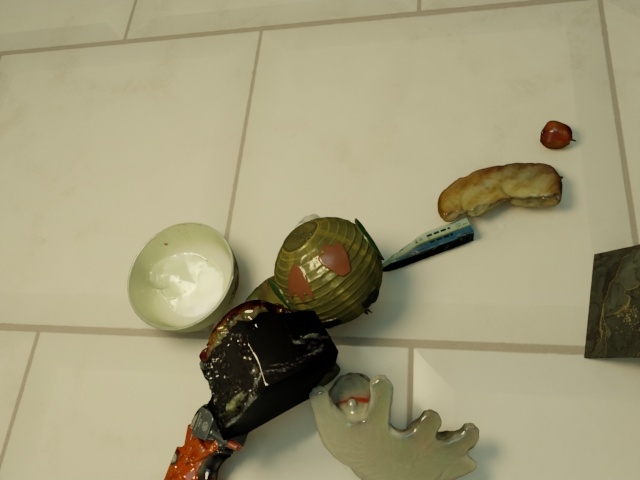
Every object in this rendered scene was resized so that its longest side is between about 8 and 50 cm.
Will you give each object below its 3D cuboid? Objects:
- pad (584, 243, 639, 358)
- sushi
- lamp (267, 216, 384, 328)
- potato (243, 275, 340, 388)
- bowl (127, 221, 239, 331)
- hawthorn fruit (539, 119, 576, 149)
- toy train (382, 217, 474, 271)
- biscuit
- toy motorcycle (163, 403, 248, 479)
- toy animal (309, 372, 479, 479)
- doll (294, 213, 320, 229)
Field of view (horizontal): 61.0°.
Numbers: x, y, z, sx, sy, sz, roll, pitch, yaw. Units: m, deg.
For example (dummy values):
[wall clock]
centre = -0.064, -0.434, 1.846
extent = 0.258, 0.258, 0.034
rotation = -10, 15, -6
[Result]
[pad]
centre = 0.670, 0.102, 1.037
extent = 0.007, 0.367, 0.248
rotation = 23, 69, -20
[sushi]
centre = -0.125, 0.235, 1.084
extent = 0.215, 0.227, 0.213
rotation = -20, 61, -28
[lamp]
centre = 0.028, 0.087, 1.211
extent = 0.250, 0.284, 0.250
rotation = -27, 32, 18
[potato]
centre = -0.072, 0.234, 1.255
extent = 0.255, 0.112, 0.270
rotation = 26, 76, 21
[bowl]
centre = -0.322, 0.107, 1.349
extent = 0.276, 0.145, 0.277
rotation = -4, 65, 9
[hawthorn fruit]
centre = 0.583, -0.261, 1.342
extent = 0.077, 0.077, 0.077
rotation = -5, 66, 11
[toy train]
centre = 0.251, 0.014, 1.307
extent = 0.233, 0.052, 0.051
rotation = -21, 60, 4
[biscuit]
centre = 0.427, -0.122, 1.311
extent = 0.298, 0.045, 0.154
rotation = -9, 45, 7
[toy motorcycle]
centre = -0.246, 0.513, 1.157
extent = 0.221, 0.147, 0.326
rotation = 9, 73, 41
[toy animal]
centre = 0.152, 0.382, 1.128
extent = 0.307, 0.188, 0.267
rotation = -15, 86, -3
[doll]
centre = 0.000, 0.000, 1.366
extent = 0.106, 0.062, 0.162
rotation = -45, 66, -7
